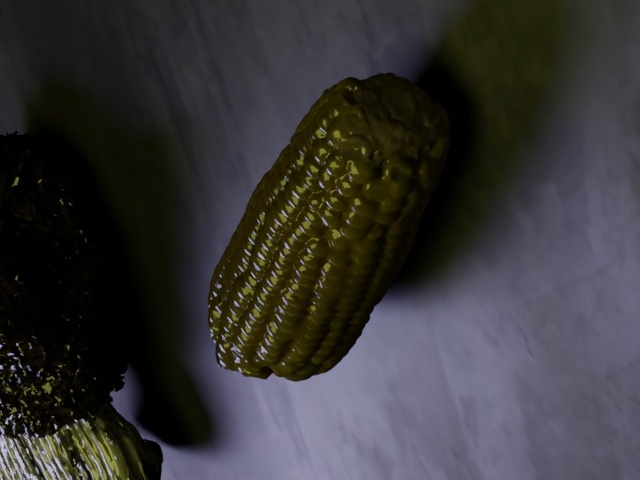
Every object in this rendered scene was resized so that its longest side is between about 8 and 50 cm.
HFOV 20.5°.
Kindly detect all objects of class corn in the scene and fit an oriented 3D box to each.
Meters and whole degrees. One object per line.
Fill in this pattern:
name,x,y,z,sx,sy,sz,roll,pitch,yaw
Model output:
corn,0.000,0.000,0.973,0.097,0.097,0.261,53,146,18

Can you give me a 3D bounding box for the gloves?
gloves,-0.225,0.071,1.357,0.210,0.135,0.312,4,113,65
